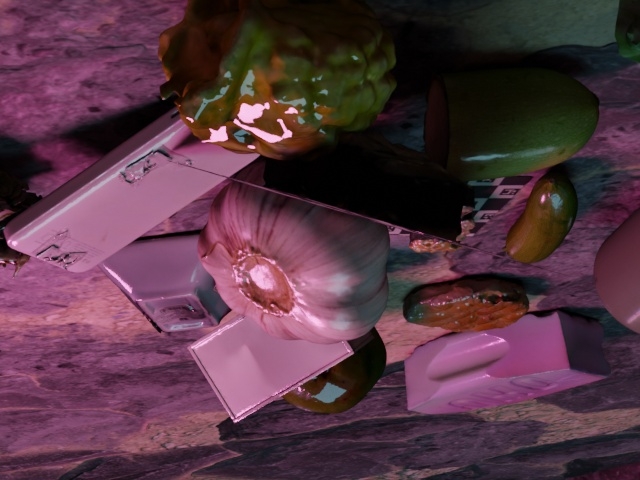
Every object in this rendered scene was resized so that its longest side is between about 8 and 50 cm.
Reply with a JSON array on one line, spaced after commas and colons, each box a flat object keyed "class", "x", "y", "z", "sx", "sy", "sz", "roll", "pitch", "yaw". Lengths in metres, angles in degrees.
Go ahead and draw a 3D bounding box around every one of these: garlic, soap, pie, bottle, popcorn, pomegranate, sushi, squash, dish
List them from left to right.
[{"class": "dish", "x": -0.199, "y": 0.069, "z": 2.040, "sx": 0.182, "sy": 0.080, "sz": 0.243, "roll": -8, "pitch": 161, "yaw": 6}, {"class": "popcorn", "x": -0.041, "y": -0.158, "z": 1.310, "sx": 0.189, "sy": 0.169, "sz": 0.218, "roll": 17, "pitch": 170, "yaw": -33}, {"class": "garlic", "x": 0.000, "y": 0.000, "z": 1.789, "sx": 0.245, "sy": 0.245, "sz": 0.253, "roll": -24, "pitch": -171, "yaw": 43}, {"class": "pomegranate", "x": 0.008, "y": 0.166, "z": 2.249, "sx": 0.187, "sy": 0.187, "sz": 0.225, "roll": -8, "pitch": -175, "yaw": 8}, {"class": "sushi", "x": 0.052, "y": -0.071, "z": 1.461, "sx": 0.296, "sy": 0.100, "sz": 0.373, "roll": 16, "pitch": -179, "yaw": -24}, {"class": "sushi", "x": 0.148, "y": -0.021, "z": 1.912, "sx": 0.192, "sy": 0.050, "sz": 0.215, "roll": 1, "pitch": 159, "yaw": -17}, {"class": "pie", "x": 0.228, "y": 0.100, "z": 2.278, "sx": 0.195, "sy": 0.046, "sz": 0.195, "roll": -4, "pitch": 162, "yaw": -1}, {"class": "soap", "x": 0.299, "y": 0.210, "z": 2.509, "sx": 0.324, "sy": 0.109, "sz": 0.193, "roll": -20, "pitch": 155, "yaw": 38}, {"class": "squash", "x": 0.202, "y": -0.124, "z": 1.552, "sx": 0.186, "sy": 0.123, "sz": 0.123, "roll": -7, "pitch": 161, "yaw": -10}, {"class": "squash", "x": 0.287, "y": -0.022, "z": 1.921, "sx": 0.069, "sy": 0.069, "sz": 0.258, "roll": -3, "pitch": 161, "yaw": -5}, {"class": "bottle", "x": 0.484, "y": -0.008, "z": 1.877, "sx": 0.168, "sy": 0.168, "sz": 0.347, "roll": 1, "pitch": 155, "yaw": -15}]

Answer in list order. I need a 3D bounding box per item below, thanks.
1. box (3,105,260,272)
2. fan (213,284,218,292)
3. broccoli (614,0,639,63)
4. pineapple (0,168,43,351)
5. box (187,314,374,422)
[{"class": "box", "x": -0.203, "y": -0.056, "z": 1.635, "sx": 0.285, "sy": 0.044, "sz": 0.142, "roll": -33, "pitch": 150, "yaw": 17}, {"class": "fan", "x": -0.089, "y": 0.030, "z": 1.978, "sx": 0.132, "sy": 0.009, "sz": 0.220, "roll": -33, "pitch": 161, "yaw": 0}, {"class": "broccoli", "x": 0.398, "y": -0.157, "z": 1.301, "sx": 0.275, "sy": 0.308, "sz": 0.308, "roll": 17, "pitch": 175, "yaw": 34}, {"class": "pineapple", "x": -0.432, "y": 0.020, "z": 1.719, "sx": 0.262, "sy": 0.262, "sz": 0.272, "roll": 13, "pitch": 131, "yaw": -41}, {"class": "box", "x": -0.056, "y": 0.144, "z": 2.100, "sx": 0.225, "sy": 0.129, "sz": 0.086, "roll": -32, "pitch": 179, "yaw": 25}]
